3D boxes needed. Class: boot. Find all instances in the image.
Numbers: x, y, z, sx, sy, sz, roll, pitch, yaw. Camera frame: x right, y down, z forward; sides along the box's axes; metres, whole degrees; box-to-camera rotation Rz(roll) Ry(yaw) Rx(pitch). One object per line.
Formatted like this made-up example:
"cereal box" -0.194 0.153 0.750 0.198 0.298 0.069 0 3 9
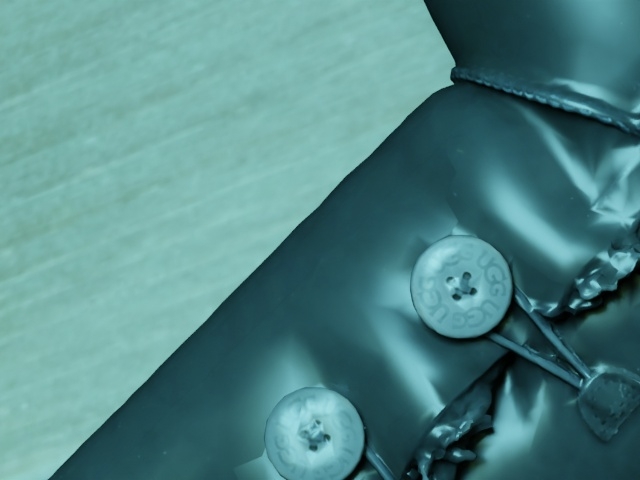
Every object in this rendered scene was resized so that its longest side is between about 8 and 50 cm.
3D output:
"boot" 0.001 0.001 0.788 0.367 0.146 0.445 43 101 20
